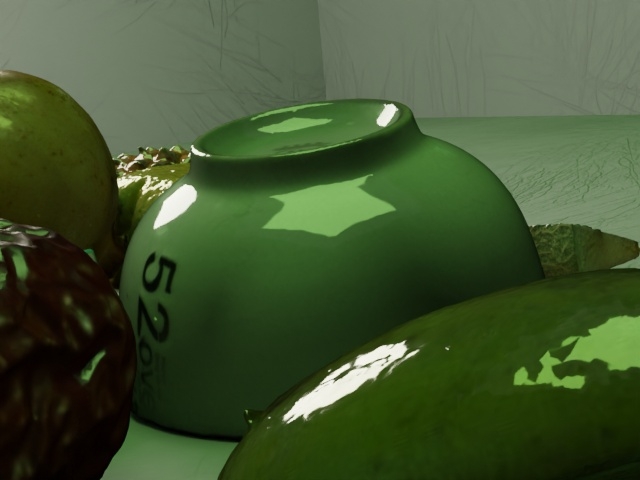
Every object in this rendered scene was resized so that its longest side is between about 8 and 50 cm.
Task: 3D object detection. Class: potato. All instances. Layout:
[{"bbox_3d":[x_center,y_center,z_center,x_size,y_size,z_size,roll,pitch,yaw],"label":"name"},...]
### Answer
[{"bbox_3d":[0.111,0.069,0.706,0.269,0.112,0.255,-5,-19,-40],"label":"potato"}]

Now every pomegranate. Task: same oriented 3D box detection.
[{"bbox_3d":[-0.303,-0.032,1.445,0.264,0.264,0.264,-5,9,1],"label":"pomegranate"}]

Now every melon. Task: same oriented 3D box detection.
[{"bbox_3d":[0.190,0.007,1.423,0.182,0.054,0.098,2,5,42],"label":"melon"}]

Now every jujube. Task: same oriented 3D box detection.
[{"bbox_3d":[-0.236,0.084,0.937,0.232,0.213,0.213,-11,10,-41],"label":"jujube"}]

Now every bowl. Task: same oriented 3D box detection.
[{"bbox_3d":[0.000,0.000,1.205,0.353,0.185,0.354,-9,17,3],"label":"bowl"}]

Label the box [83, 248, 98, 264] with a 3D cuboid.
[{"bbox_3d":[-0.349,0.081,1.235,0.311,0.118,0.205,-2,9,29],"label":"box"}]

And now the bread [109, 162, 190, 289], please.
[{"bbox_3d":[-0.082,-0.002,1.554,0.269,0.148,0.270,-1,10,0],"label":"bread"}]

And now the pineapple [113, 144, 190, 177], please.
[{"bbox_3d":[-0.212,-0.026,1.785,0.193,0.166,0.166,-17,11,-14],"label":"pineapple"}]
